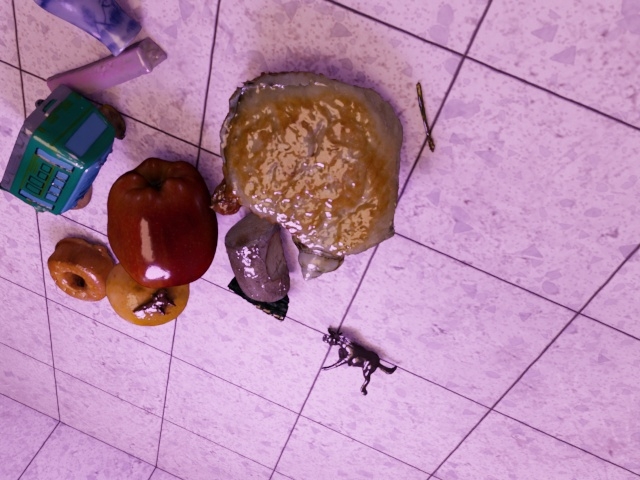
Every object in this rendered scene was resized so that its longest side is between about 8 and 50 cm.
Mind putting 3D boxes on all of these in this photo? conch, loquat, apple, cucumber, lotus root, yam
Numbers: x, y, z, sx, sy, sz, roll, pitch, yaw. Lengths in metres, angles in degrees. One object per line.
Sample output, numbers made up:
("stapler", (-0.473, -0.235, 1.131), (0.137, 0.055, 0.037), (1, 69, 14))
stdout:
("conch", (-0.003, 0.001, 1.657), (0.124, 0.187, 0.181), (-11, 93, -10))
("loquat", (-0.497, 0.144, 1.988), (0.244, 0.243, 0.243), (14, 136, 14))
("apple", (-0.396, -0.040, 1.732), (0.288, 0.288, 0.316), (13, 126, 15))
("cucumber", (-0.165, 0.155, 1.945), (0.193, 0.115, 0.085), (23, 94, 12))
("lotus root", (-0.517, -0.292, 1.704), (0.049, 0.054, 0.099), (10, 137, 50))
("yam", (-0.164, 0.044, 1.789), (0.154, 0.154, 0.254), (11, 139, 17))

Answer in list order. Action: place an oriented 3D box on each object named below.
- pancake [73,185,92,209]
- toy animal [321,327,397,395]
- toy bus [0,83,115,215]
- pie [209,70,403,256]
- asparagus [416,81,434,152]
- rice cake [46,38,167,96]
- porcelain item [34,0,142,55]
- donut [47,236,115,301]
("pancake", (-0.756, -0.179, 1.935), (0.242, 0.050, 0.241), (14, 135, 15))
("toy animal", (0.099, 0.350, 1.999), (0.233, 0.084, 0.148), (30, 136, 2))
("toy bus", (-0.649, -0.205, 1.703), (0.199, 0.183, 0.343), (36, 142, -15))
("pie", (-0.012, -0.172, 1.472), (0.418, 0.180, 0.395), (17, 120, 7))
("asparagus", (0.215, -0.250, 1.409), (0.016, 0.013, 0.166), (10, 135, 34))
("rice cake", (-0.511, -0.390, 1.605), (0.365, 0.056, 0.072), (-7, 130, 32))
("porcelain item", (-0.503, -0.508, 1.437), (0.141, 0.141, 0.259), (-23, 127, 40))
("donut", (-0.744, 0.092, 2.149), (0.227, 0.113, 0.226), (13, 137, 13))
